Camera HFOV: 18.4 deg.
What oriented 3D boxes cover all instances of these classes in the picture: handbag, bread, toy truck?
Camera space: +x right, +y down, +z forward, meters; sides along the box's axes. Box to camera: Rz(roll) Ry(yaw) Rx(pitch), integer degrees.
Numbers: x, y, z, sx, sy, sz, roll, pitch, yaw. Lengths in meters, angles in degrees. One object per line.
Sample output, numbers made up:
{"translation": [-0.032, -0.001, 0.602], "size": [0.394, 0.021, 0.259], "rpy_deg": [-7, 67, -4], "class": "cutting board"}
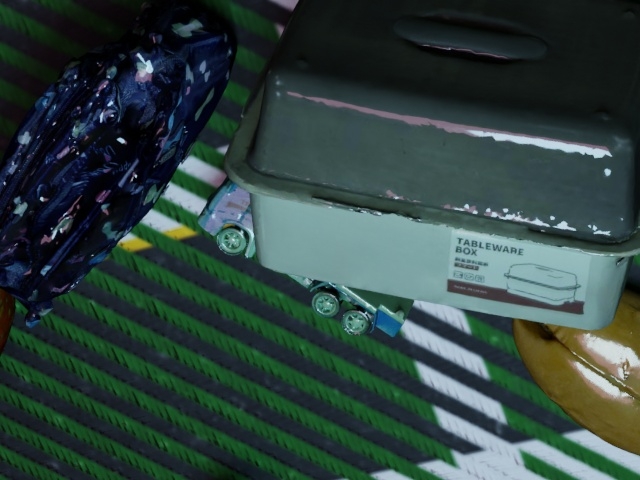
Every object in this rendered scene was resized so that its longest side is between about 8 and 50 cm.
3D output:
{"translation": [-0.164, -0.062, 1.446], "size": [0.113, 0.162, 0.260], "rpy_deg": [36, 123, -5], "class": "handbag"}
{"translation": [0.225, 0.097, 1.463], "size": [0.189, 0.077, 0.114], "rpy_deg": [31, 125, -3], "class": "bread"}
{"translation": [0.000, 0.000, 1.482], "size": [0.175, 0.067, 0.081], "rpy_deg": [35, 119, -3], "class": "toy truck"}

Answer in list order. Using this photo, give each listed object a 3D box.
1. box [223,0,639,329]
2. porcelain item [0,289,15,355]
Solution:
{"translation": [0.094, -0.071, 1.335], "size": [0.290, 0.220, 0.166], "rpy_deg": [10, 131, 10], "class": "box"}
{"translation": [-0.371, 0.051, 1.524], "size": [0.253, 0.253, 0.253], "rpy_deg": [7, 118, 13], "class": "porcelain item"}
